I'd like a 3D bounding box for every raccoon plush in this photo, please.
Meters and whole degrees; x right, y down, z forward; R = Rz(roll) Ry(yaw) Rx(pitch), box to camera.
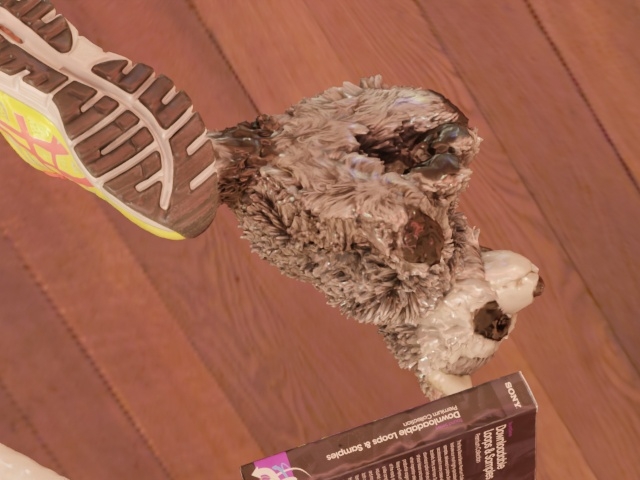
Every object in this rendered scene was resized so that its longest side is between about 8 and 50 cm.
[{"bbox_3d":[0.000,0.000,1.649,0.446,0.216,0.299,14,138,20],"label":"raccoon plush"}]

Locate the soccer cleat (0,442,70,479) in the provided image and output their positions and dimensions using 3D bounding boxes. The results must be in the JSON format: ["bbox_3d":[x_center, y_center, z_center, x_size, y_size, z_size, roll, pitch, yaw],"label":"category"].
[{"bbox_3d":[-0.204,0.146,0.840,0.116,0.331,0.143,-57,142,-23],"label":"soccer cleat"}]

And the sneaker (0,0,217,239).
[{"bbox_3d":[-0.141,-0.067,1.003,0.081,0.094,0.208,-37,70,-28],"label":"sneaker"}]

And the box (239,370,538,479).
[{"bbox_3d":[0.042,0.133,0.909,0.162,0.029,0.116,-17,147,-4],"label":"box"}]
